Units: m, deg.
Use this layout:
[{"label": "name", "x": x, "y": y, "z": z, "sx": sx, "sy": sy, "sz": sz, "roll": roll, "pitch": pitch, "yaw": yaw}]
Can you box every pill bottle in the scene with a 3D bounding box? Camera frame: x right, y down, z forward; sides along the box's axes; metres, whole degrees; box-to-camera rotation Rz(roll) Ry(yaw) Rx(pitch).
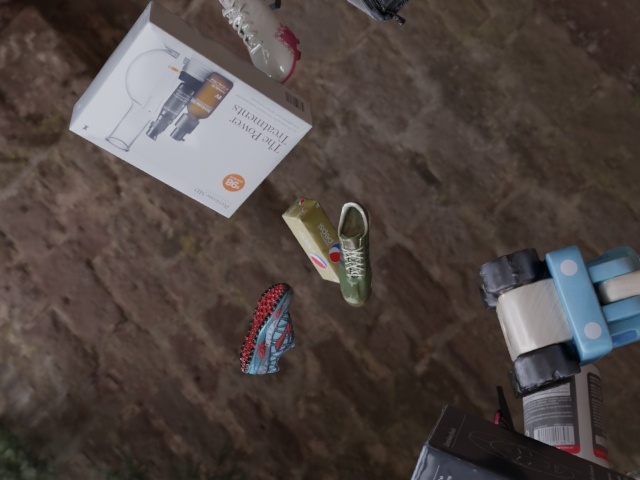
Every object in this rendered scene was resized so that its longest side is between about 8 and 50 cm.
[{"label": "pill bottle", "x": 0.544, "y": 0.369, "z": 2.089, "sx": 0.176, "sy": 0.176, "sz": 0.318, "roll": 39, "pitch": -134, "yaw": -49}]

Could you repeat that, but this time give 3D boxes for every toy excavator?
[{"label": "toy excavator", "x": 0.503, "y": 0.077, "z": 1.529, "sx": 0.433, "sy": 0.445, "sz": 0.222, "roll": 56, "pitch": -165, "yaw": -74}]

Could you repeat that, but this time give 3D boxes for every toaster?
[{"label": "toaster", "x": 0.102, "y": -0.566, "z": 1.974, "sx": 0.146, "sy": 0.129, "sz": 0.227, "roll": 43, "pitch": 177, "yaw": 44}]

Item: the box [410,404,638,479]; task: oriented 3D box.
[{"label": "box", "x": 0.338, "y": 0.463, "z": 1.528, "sx": 0.395, "sy": 0.212, "sz": 0.293, "roll": 21, "pitch": -172, "yaw": 13}]

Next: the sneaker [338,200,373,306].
[{"label": "sneaker", "x": 0.057, "y": 0.018, "z": 1.689, "sx": 0.086, "sy": 0.064, "sz": 0.192, "roll": 51, "pitch": -141, "yaw": -68}]

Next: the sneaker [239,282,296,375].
[{"label": "sneaker", "x": -0.117, "y": 0.232, "z": 2.447, "sx": 0.125, "sy": 0.262, "sz": 0.104, "roll": 16, "pitch": -164, "yaw": -28}]

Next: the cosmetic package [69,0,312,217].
[{"label": "cosmetic package", "x": -0.249, "y": -0.242, "z": 1.817, "sx": 0.377, "sy": 0.284, "sz": 0.097, "roll": 29, "pitch": -147, "yaw": -27}]

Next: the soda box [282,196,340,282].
[{"label": "soda box", "x": 0.000, "y": 0.000, "z": 1.855, "sx": 0.061, "sy": 0.058, "sz": 0.181, "roll": 13, "pitch": 144, "yaw": 49}]

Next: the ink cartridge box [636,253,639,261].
[{"label": "ink cartridge box", "x": 0.636, "y": 0.072, "z": 1.751, "sx": 0.104, "sy": 0.060, "sz": 0.180, "roll": 17, "pitch": -172, "yaw": 1}]

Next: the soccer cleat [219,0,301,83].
[{"label": "soccer cleat", "x": -0.142, "y": -0.445, "z": 1.914, "sx": 0.143, "sy": 0.116, "sz": 0.331, "roll": 18, "pitch": -142, "yaw": -34}]

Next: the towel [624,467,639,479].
[{"label": "towel", "x": 0.808, "y": 0.635, "z": 2.065, "sx": 0.374, "sy": 0.090, "sz": 0.320, "roll": -10, "pitch": -100, "yaw": -41}]

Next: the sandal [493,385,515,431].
[{"label": "sandal", "x": 0.365, "y": 0.372, "z": 1.878, "sx": 0.179, "sy": 0.040, "sz": 0.067, "roll": -97, "pitch": -2, "yaw": -48}]
